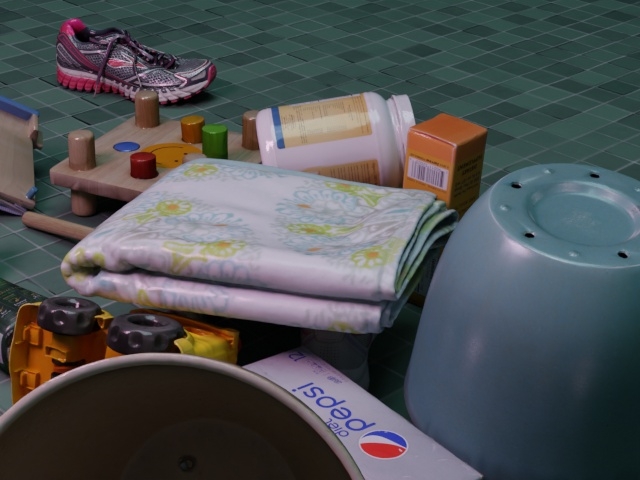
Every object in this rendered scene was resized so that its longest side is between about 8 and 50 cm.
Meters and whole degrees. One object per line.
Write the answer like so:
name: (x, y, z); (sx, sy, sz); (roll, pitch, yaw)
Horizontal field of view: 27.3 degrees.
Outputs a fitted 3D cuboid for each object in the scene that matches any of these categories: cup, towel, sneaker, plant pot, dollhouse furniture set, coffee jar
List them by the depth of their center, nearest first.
cup: (-0.106, 0.243, 1.056); (0.331, 0.331, 0.237); (4, 2, 4)
plant pot: (0.238, 0.069, 1.281); (0.293, 0.235, 0.293); (3, 34, -2)
towel: (-0.055, -0.004, 1.489); (0.374, 0.090, 0.320); (6, 19, 15)
coffee jar: (-0.389, 0.086, 1.547); (0.184, 0.079, 0.096); (23, 37, 34)
sneaker: (0.024, 0.078, 1.554); (0.103, 0.111, 0.252); (1, 27, -1)
dollhouse furniture set: (-0.547, -0.070, 1.866); (0.303, 0.198, 0.286); (21, 38, -35)
sneaker: (-0.327, -0.311, 2.302); (0.299, 0.112, 0.121); (9, 28, 12)

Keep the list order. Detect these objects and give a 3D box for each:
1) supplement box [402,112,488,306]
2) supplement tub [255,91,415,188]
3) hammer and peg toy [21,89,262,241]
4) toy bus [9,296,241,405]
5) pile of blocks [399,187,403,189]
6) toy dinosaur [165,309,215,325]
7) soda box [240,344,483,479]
supplement box: (0.148, -0.034, 1.649); (0.080, 0.233, 0.078); (25, 34, 32)
supplement tub: (0.023, -0.114, 1.711); (0.200, 0.144, 0.144); (-9, 27, -1)
hammer and peg toy: (-0.245, -0.095, 1.859); (0.266, 0.127, 0.361); (13, 29, 21)
toy bus: (-0.191, 0.132, 1.419); (0.220, 0.149, 0.211); (13, 16, 26)
pile of blocks: (0.011, -0.071, 1.847); (0.362, 0.112, 0.149); (-23, 36, -40)
toy dinosaur: (-0.172, 0.069, 1.587); (0.118, 0.064, 0.268); (-5, 41, -7)
soda box: (0.026, 0.214, 1.307); (0.098, 0.091, 0.286); (-17, 33, -35)
